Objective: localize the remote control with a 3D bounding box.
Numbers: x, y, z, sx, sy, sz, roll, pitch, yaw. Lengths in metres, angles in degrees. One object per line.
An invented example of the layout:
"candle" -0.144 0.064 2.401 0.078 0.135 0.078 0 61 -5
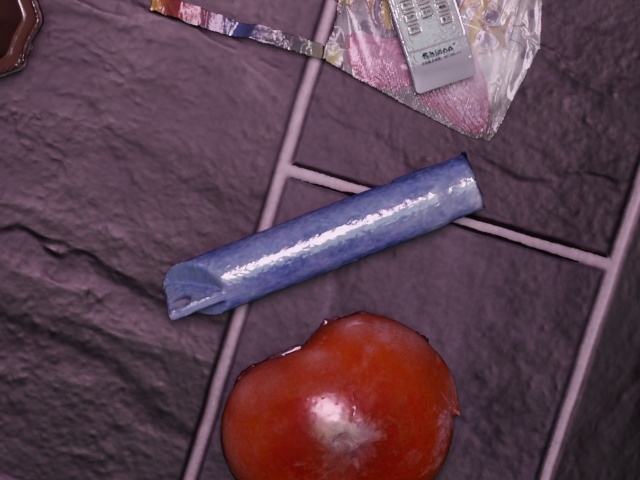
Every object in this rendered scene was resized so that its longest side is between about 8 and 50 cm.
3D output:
"remote control" 0.088 -0.217 1.227 0.061 0.029 0.162 -18 95 -9

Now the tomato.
"tomato" 0.024 0.183 1.247 0.228 0.112 0.199 -34 100 3

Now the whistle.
"whistle" 0.000 0.000 1.244 0.304 0.062 0.062 -21 98 -2

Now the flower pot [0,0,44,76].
"flower pot" -0.356 -0.244 1.155 0.179 0.084 0.250 -17 98 10

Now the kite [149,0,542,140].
"kite" 0.031 -0.220 1.241 0.360 0.022 0.204 11 95 -7
